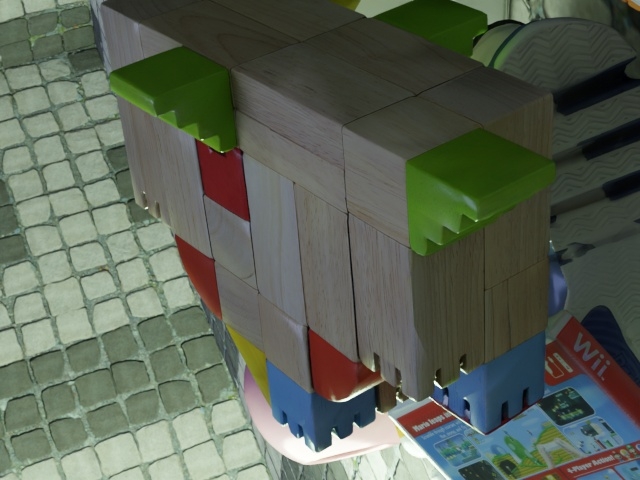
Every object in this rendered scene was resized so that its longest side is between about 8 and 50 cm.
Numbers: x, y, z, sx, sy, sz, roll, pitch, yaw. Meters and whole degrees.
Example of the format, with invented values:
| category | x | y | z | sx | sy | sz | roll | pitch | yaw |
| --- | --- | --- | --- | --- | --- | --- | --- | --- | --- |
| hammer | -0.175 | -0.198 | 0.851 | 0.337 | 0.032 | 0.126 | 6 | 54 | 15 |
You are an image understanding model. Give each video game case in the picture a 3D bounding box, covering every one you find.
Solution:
| category | x | y | z | sx | sy | sz | roll | pitch | yaw |
| --- | --- | --- | --- | --- | --- | --- | --- | --- | --- |
| video game case | 0.190 | 0.182 | 0.769 | 0.285 | 0.025 | 0.204 | 46 | 147 | -2 |

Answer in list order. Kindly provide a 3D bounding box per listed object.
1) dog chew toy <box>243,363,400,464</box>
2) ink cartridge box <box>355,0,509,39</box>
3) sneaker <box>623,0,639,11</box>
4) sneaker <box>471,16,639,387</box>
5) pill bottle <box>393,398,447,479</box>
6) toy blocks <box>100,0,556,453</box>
| category | x | y | z | sx | sy | sz | roll | pitch | yaw |
| --- | --- | --- | --- | --- | --- | --- | --- | --- | --- |
| dog chew toy | 0.000 | 0.077 | 1.359 | 0.206 | 0.206 | 0.332 | 122 | 137 | -71 |
| ink cartridge box | -0.006 | -0.243 | 0.961 | 0.283 | 0.207 | 0.117 | -124 | 23 | -46 |
| sneaker | 0.208 | -0.132 | 0.543 | 0.121 | 0.099 | 0.262 | 93 | 154 | -42 |
| sneaker | 0.162 | -0.017 | 0.823 | 0.182 | 0.127 | 0.316 | -113 | 7 | -67 |
| pill bottle | 0.115 | 0.131 | 1.132 | 0.117 | 0.117 | 0.209 | 118 | 133 | -70 |
| toy blocks | 0.000 | 0.000 | 0.727 | 0.381 | 0.190 | 0.261 | 32 | 138 | 44 |
